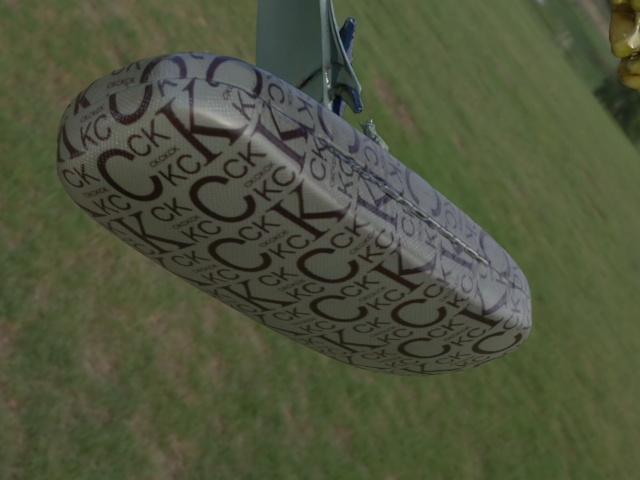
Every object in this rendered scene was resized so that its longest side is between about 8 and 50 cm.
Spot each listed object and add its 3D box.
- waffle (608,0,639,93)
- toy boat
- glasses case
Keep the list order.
[{"bbox_3d":[0.205,-0.173,0.705,0.191,0.038,0.191,-17,110,-59],"label":"waffle"},{"bbox_3d":[-0.006,-0.117,0.835,0.070,0.291,0.210,-16,46,-28],"label":"toy boat"},{"bbox_3d":[0.000,0.000,0.723,0.355,0.137,0.085,33,47,-43],"label":"glasses case"}]
